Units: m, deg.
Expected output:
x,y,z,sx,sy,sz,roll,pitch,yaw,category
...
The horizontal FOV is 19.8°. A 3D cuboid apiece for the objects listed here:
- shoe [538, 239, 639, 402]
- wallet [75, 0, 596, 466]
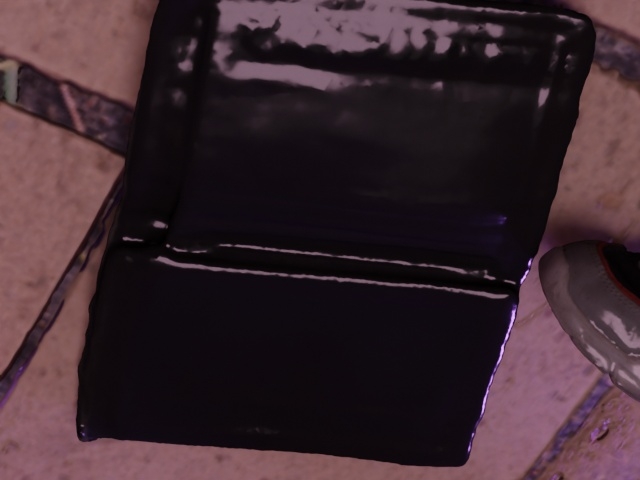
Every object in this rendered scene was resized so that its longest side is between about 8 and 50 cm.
x,y,z,sx,sy,sz,roll,pitch,yaw,category
0.239,0.035,1.037,0.227,0.099,0.125,19,125,-23,shoe
0.000,0.000,1.026,0.247,0.041,0.323,6,123,-10,wallet
